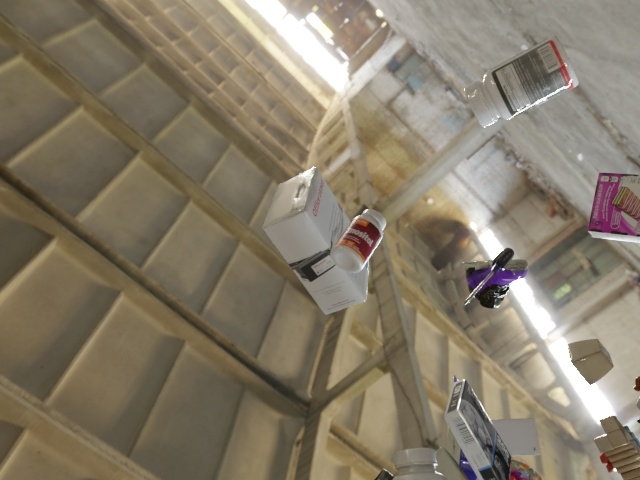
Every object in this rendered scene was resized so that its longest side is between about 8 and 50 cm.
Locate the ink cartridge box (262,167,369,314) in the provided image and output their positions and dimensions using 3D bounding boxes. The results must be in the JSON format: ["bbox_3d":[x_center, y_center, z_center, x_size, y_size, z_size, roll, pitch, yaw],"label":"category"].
[{"bbox_3d":[0.000,0.000,1.842,0.394,0.166,0.285,56,-156,-27],"label":"ink cartridge box"}]

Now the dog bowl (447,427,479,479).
[{"bbox_3d":[0.568,0.808,2.159,0.104,0.264,0.265,6,-160,3],"label":"dog bowl"}]

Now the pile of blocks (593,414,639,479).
[{"bbox_3d":[0.920,0.665,1.662,0.362,0.113,0.149,52,-152,-5],"label":"pile of blocks"}]

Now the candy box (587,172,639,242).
[{"bbox_3d":[0.795,-0.076,1.354,0.234,0.159,0.071,9,172,36],"label":"candy box"}]

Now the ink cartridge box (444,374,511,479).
[{"bbox_3d":[0.344,0.412,1.199,0.206,0.045,0.208,60,-158,0],"label":"ink cartridge box"}]

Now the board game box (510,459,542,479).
[{"bbox_3d":[0.472,0.628,1.387,0.133,0.168,0.033,14,-160,18],"label":"board game box"}]

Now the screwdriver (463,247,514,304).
[{"bbox_3d":[0.254,0.057,0.834,0.170,0.024,0.025,-41,-69,-41],"label":"screwdriver"}]

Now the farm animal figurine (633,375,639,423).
[{"bbox_3d":[1.113,0.462,1.614,0.330,0.172,0.326,20,146,40],"label":"farm animal figurine"}]

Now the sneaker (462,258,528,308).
[{"bbox_3d":[0.523,0.130,1.643,0.293,0.102,0.146,161,108,-80],"label":"sneaker"}]

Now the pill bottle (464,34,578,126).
[{"bbox_3d":[0.583,-0.457,1.627,0.161,0.283,0.161,43,-146,-38],"label":"pill bottle"}]

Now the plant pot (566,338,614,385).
[{"bbox_3d":[0.875,0.381,1.789,0.109,0.096,0.109,48,-152,-10],"label":"plant pot"}]

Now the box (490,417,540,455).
[{"bbox_3d":[0.476,0.525,1.472,0.170,0.130,0.090,111,158,-67],"label":"box"}]

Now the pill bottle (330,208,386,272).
[{"bbox_3d":[0.094,-0.003,1.318,0.086,0.086,0.152,43,-124,-11],"label":"pill bottle"}]

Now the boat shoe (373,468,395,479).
[{"bbox_3d":[0.096,0.602,1.263,0.070,0.219,0.078,42,-164,7],"label":"boat shoe"}]

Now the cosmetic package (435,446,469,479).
[{"bbox_3d":[0.443,0.817,1.715,0.160,0.113,0.309,51,-178,-41],"label":"cosmetic package"}]

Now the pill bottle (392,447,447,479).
[{"bbox_3d":[0.185,0.486,1.012,0.108,0.108,0.193,30,-135,-42],"label":"pill bottle"}]
